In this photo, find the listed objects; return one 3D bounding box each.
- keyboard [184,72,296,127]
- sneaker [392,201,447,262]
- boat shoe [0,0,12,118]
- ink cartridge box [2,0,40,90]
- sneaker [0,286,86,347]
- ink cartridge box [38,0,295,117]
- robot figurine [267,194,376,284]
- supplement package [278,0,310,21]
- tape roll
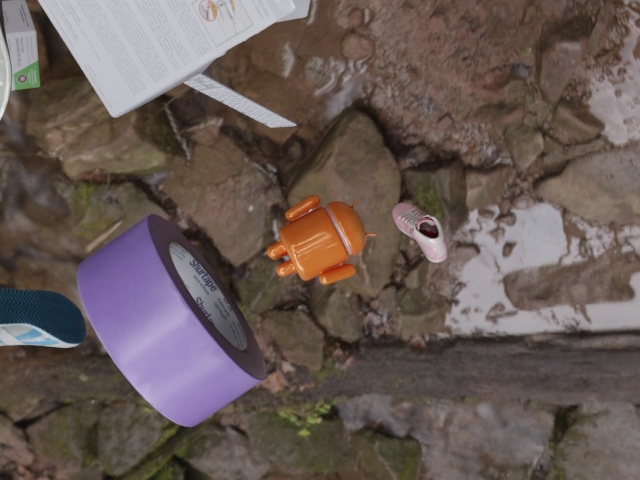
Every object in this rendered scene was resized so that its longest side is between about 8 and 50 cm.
[{"bbox_3d":[-0.152,-0.241,1.275,0.072,0.256,0.014,13,84,46],"label":"keyboard"},{"bbox_3d":[0.160,-0.030,1.227,0.051,0.134,0.070,-31,144,-7],"label":"sneaker"},{"bbox_3d":[-0.601,-0.357,1.335,0.116,0.099,0.319,1,115,-8],"label":"boat shoe"},{"bbox_3d":[-0.834,-0.456,1.814,0.117,0.278,0.201,65,154,23],"label":"ink cartridge box"},{"bbox_3d":[-0.485,0.130,1.217,0.092,0.087,0.229,-28,148,30],"label":"sneaker"},{"bbox_3d":[-0.141,-0.229,0.632,0.232,0.066,0.189,-20,108,32],"label":"ink cartridge box"},{"bbox_3d":[0.001,0.002,1.558,0.219,0.158,0.128,-28,135,-1],"label":"robot figurine"},{"bbox_3d":[-0.151,-0.579,1.460,0.199,0.262,0.198,-16,152,-19],"label":"supplement package"},{"bbox_3d":[-0.136,0.073,0.709,0.080,0.189,0.189,-34,107,1],"label":"tape roll"}]
